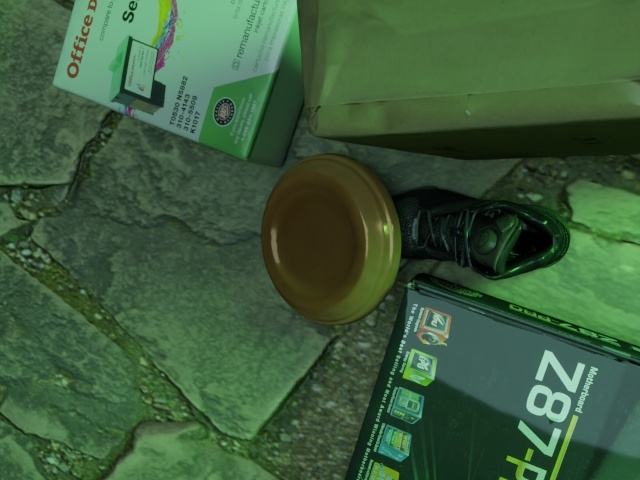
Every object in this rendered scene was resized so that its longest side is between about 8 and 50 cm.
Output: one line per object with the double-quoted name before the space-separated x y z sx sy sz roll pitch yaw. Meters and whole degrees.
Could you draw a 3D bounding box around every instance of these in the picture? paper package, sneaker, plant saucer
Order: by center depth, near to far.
"paper package" 0.187 -0.161 0.575 0.310 0.325 0.168 2 94 34
"sneaker" 0.144 -0.012 0.731 0.228 0.130 0.087 9 94 20
"plant saucer" 0.000 0.000 0.790 0.200 0.037 0.199 4 97 39

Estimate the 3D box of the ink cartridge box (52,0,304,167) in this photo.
"ink cartridge box" -0.154 -0.228 0.821 0.278 0.117 0.201 22 99 16

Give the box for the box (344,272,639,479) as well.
"box" 0.190 0.270 0.748 0.318 0.097 0.394 20 99 13
